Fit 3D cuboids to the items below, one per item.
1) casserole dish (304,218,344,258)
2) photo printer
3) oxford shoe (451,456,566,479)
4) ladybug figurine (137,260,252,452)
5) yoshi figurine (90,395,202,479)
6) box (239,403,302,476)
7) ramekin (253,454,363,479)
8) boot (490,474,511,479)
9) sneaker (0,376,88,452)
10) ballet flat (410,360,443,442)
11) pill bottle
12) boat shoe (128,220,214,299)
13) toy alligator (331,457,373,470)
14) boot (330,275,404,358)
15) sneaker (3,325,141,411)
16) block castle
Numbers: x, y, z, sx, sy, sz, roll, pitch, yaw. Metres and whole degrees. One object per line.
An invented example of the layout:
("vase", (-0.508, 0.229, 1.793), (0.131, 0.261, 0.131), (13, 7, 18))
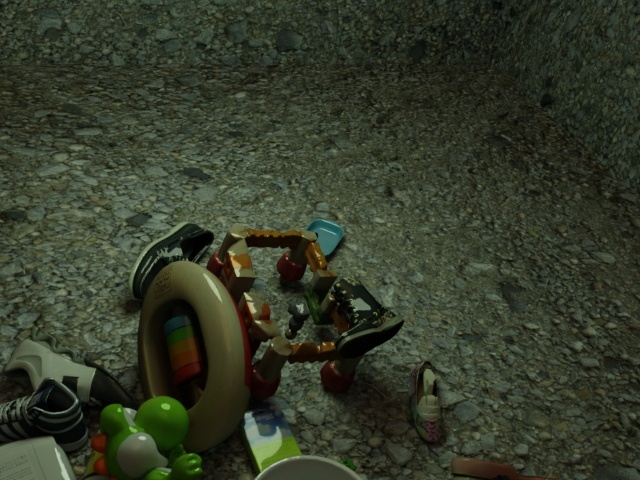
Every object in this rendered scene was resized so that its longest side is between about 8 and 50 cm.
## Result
("casserole dish", (0.000, 0.000, 2.145), (0.114, 0.037, 0.188), (22, 40, 12))
("photo printer", (-0.580, 0.524, 1.292), (0.256, 0.107, 0.307), (-20, 48, -29))
("oxford shoe", (0.464, 0.588, 1.507), (0.397, 0.140, 0.146), (15, 69, -4))
("ladybug figurine", (-0.277, 0.253, 1.568), (0.162, 0.305, 0.449), (17, 53, -51))
("yoshi figurine", (-0.280, 0.449, 1.336), (0.362, 0.203, 0.203), (51, 20, 12))
("box", (-0.111, 0.460, 1.547), (0.109, 0.042, 0.178), (-8, 43, -25))
("ramekin", (-0.025, 0.580, 1.351), (0.277, 0.135, 0.277), (8, 38, -6))
("boot", (0.269, 0.582, 1.374), (0.207, 0.246, 0.094), (11, -3, -4))
("sneaker", (-0.636, 0.364, 1.440), (0.282, 0.153, 0.099), (5, 39, -8))
("ballet flat", (0.265, 0.389, 1.704), (0.077, 0.079, 0.221), (8, 39, -6))
("pill bottle", (-0.426, 0.447, 1.433), (0.103, 0.103, 0.184), (7, 38, -6))
("boat shoe", (-0.400, 0.058, 1.899), (0.113, 0.127, 0.340), (10, 28, 17))
("toy alligator", (0.040, 0.508, 1.521), (0.190, 0.051, 0.056), (-13, 45, -28))
("boot", (0.073, 0.179, 1.638), (0.236, 0.085, 0.178), (-13, 51, -49))
("sneaker", (-0.561, 0.335, 1.545), (0.331, 0.122, 0.146), (25, 59, 15))
("block castle", (-0.101, 0.183, 1.766), (0.303, 0.213, 0.453), (2, 45, -31))
